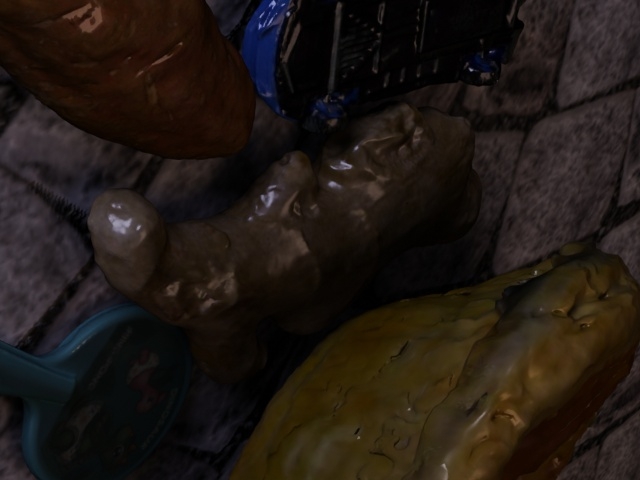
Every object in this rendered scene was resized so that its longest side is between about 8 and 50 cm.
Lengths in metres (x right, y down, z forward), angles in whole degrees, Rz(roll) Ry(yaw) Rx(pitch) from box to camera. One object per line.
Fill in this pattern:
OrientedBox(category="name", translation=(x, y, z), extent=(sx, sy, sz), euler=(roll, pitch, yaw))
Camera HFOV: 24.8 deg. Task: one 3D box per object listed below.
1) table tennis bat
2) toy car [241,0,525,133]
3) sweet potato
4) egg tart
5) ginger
OrientedBox(category="table tennis bat", translation=(-0.141, 0.084, 0.824), extent=(0.124, 0.033, 0.201), euler=(-62, 149, -1))
OrientedBox(category="toy car", translation=(0.039, -0.131, 0.844), extent=(0.216, 0.063, 0.103), euler=(-19, 129, -34))
OrientedBox(category="sweet potato", translation=(-0.094, -0.098, 0.687), extent=(0.097, 0.097, 0.251), euler=(-57, 149, 0))
OrientedBox(category="egg tart", translation=(0.049, 0.174, 0.958), extent=(0.443, 0.178, 0.443), euler=(-55, 166, -21))
OrientedBox(category="ginger", translation=(0.001, -0.001, 0.887), extent=(0.333, 0.080, 0.166), euler=(-28, 135, -41))
